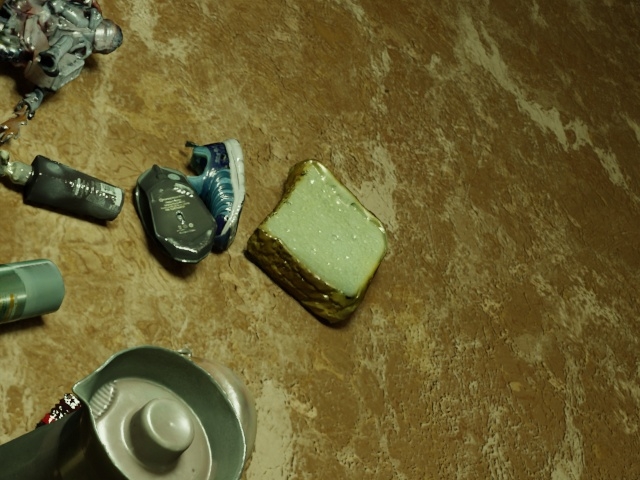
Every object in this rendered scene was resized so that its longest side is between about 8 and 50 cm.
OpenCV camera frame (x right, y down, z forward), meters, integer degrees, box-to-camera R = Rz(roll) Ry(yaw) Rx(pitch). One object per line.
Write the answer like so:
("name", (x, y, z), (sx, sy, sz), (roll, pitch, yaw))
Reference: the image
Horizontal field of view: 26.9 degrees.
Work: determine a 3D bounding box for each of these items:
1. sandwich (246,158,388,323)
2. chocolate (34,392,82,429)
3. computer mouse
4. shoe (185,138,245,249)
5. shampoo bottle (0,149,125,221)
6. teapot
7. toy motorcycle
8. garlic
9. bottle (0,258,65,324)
("sandwich", (0.000, 0.000, 2.298), (0.226, 0.087, 0.251), (39, 39, -7))
("chocolate", (-0.293, 0.286, 1.785), (0.182, 0.028, 0.086), (43, 44, -4))
("computer mouse", (-0.230, -0.034, 2.119), (0.105, 0.062, 0.192), (-10, 56, -26))
("shoe", (-0.178, -0.079, 2.212), (0.106, 0.091, 0.207), (0, 57, -13))
("shampoo bottle", (-0.395, -0.085, 2.004), (0.207, 0.063, 0.057), (19, 33, -32))
("teapot", (-0.242, 0.304, 1.551), (0.300, 0.344, 0.253), (31, 40, -20))
("toy motorcycle", (-0.436, -0.308, 2.122), (0.207, 0.134, 0.401), (29, 38, -12))
("garlic", (-0.157, 0.278, 1.880), (0.128, 0.148, 0.267), (61, 9, -53))
("bottle", (-0.469, 0.080, 1.757), (0.286, 0.082, 0.082), (-10, 63, -49))
